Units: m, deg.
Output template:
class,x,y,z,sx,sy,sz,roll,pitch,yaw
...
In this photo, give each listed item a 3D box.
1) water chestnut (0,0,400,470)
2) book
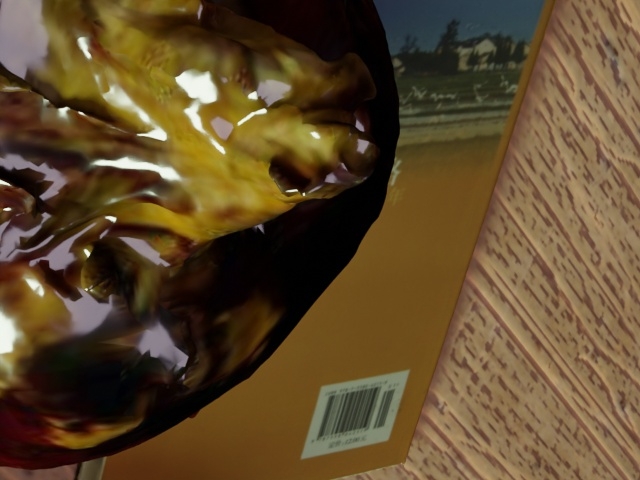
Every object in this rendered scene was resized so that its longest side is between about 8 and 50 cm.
class,x,y,z,sx,sy,sz,roll,pitch,yaw
water chestnut,-0.105,-0.053,0.765,0.335,0.347,0.335,-15,117,-32
book,0.000,0.000,1.115,0.263,0.028,0.374,-5,122,-38
